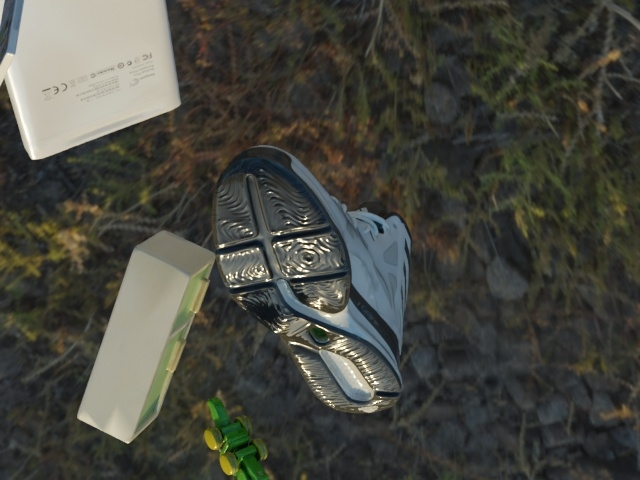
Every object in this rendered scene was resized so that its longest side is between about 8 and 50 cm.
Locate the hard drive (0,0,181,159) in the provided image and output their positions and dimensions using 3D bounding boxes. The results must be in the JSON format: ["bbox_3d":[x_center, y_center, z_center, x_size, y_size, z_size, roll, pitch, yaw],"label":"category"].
[{"bbox_3d":[-0.318,-0.285,1.602,0.233,0.047,0.353,-23,141,-18],"label":"hard drive"}]

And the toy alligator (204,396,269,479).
[{"bbox_3d":[-0.096,0.285,1.524,0.189,0.056,0.051,54,143,24],"label":"toy alligator"}]

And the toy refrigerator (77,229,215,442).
[{"bbox_3d":[-0.234,0.133,1.643,0.094,0.102,0.269,24,109,9],"label":"toy refrigerator"}]

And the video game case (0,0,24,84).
[{"bbox_3d":[-0.346,-0.238,1.340,0.011,0.087,0.122,14,63,-23],"label":"video game case"}]

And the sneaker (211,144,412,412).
[{"bbox_3d":[-0.001,0.000,1.594,0.169,0.257,0.447,-9,132,20],"label":"sneaker"}]
